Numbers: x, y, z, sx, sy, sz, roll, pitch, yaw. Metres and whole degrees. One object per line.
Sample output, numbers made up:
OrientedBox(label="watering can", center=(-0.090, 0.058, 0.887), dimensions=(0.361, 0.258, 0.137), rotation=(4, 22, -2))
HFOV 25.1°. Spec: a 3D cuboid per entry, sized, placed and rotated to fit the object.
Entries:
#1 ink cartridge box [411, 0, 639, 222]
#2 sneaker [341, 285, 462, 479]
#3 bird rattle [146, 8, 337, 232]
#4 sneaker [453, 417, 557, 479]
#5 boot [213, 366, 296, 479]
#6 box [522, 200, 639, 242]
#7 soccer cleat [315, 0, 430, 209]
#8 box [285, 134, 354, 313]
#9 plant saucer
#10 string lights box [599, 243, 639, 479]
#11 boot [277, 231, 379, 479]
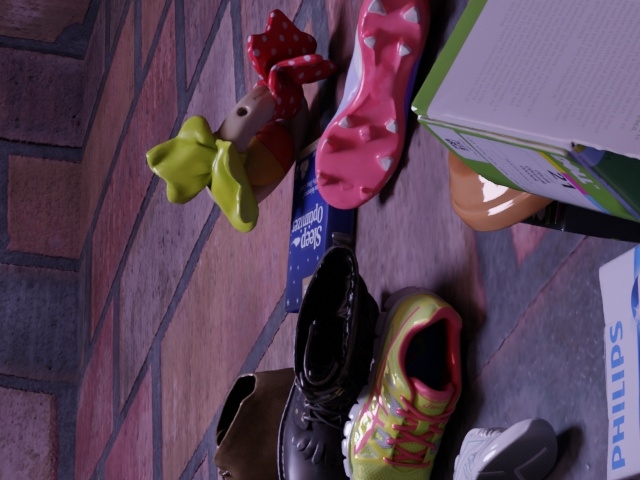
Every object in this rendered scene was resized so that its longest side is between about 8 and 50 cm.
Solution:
OrientedBox(label="ink cartridge box", center=(0.202, -0.106, 0.791), dimensions=(0.255, 0.097, 0.188), rotation=(20, 78, 47))
OrientedBox(label="sneaker", center=(0.075, 0.142, 1.204), dimensions=(0.094, 0.082, 0.208), rotation=(180, 97, -70))
OrientedBox(label="bird rattle", center=(-0.078, -0.128, 1.664), dimensions=(0.253, 0.143, 0.207), rotation=(-60, -18, -17))
OrientedBox(label="sneaker", center=(0.129, 0.161, 1.072), dimensions=(0.152, 0.054, 0.061), rotation=(121, 154, -53))
OrientedBox(label="boot", center=(-0.074, 0.242, 1.581), dimensions=(0.112, 0.115, 0.305), rotation=(-103, 25, -44))
OrientedBox(label="box", center=(0.177, -0.030, 0.976), dimensions=(0.083, 0.062, 0.052), rotation=(-160, 79, -73))
OrientedBox(label="soccer cleat", center=(0.056, -0.146, 1.409), dimensions=(0.095, 0.083, 0.248), rotation=(-64, -10, -59))
OrientedBox(label="box", center=(0.000, 0.000, 1.573), dimensions=(0.136, 0.037, 0.225), rotation=(154, 121, -70))
OrientedBox(label="plant saucer", center=(0.152, -0.096, 0.977), dimensions=(0.200, 0.037, 0.200), rotation=(-47, 17, 20))
OrientedBox(label="string lights box", center=(0.238, 0.042, 0.731), dimensions=(0.260, 0.077, 0.133), rotation=(137, 137, -64))
OrientedBox(label="boot", center=(0.001, 0.134, 1.297), dimensions=(0.229, 0.091, 0.262), rotation=(61, -145, -81))
